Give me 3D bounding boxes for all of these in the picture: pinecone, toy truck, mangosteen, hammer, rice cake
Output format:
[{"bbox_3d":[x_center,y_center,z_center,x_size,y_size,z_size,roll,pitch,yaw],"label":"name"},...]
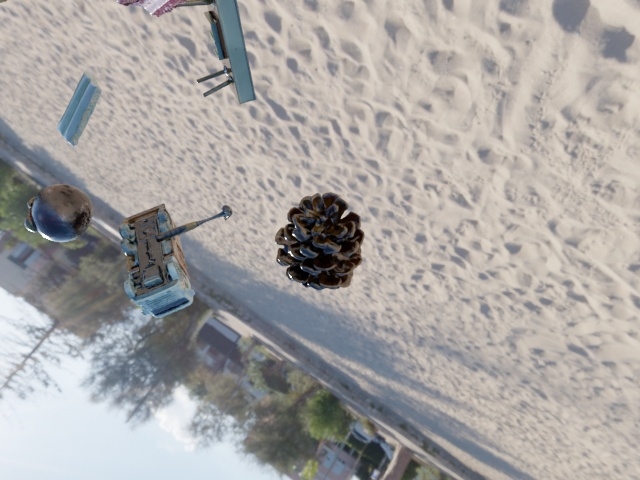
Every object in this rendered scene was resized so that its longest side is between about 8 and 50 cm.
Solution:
[{"bbox_3d":[0.000,0.000,1.092,0.244,0.244,0.309,31,141,13],"label":"pinecone"},{"bbox_3d":[-0.429,0.059,1.111,0.162,0.136,0.305,73,172,-51],"label":"toy truck"},{"bbox_3d":[-0.655,-0.071,1.039,0.153,0.152,0.152,32,162,11],"label":"mangosteen"},{"bbox_3d":[-0.317,-0.039,1.051,0.078,0.201,0.021,110,138,-80],"label":"hammer"},{"bbox_3d":[-0.757,-0.412,1.308,0.085,0.226,0.040,43,-162,18],"label":"rice cake"}]

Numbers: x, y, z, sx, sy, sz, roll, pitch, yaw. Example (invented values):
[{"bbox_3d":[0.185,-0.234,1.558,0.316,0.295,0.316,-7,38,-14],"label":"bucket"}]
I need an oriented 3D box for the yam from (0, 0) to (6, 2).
[{"bbox_3d":[-0.981,-0.801,1.195,0.107,0.107,0.194,32,136,12],"label":"yam"}]

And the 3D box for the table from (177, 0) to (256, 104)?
[{"bbox_3d":[-0.222,-0.413,0.862,0.240,0.111,0.121,84,162,-49],"label":"table"}]

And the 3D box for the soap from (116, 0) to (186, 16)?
[{"bbox_3d":[-0.248,-0.476,0.663,0.099,0.162,0.250,3,-171,-38],"label":"soap"}]
